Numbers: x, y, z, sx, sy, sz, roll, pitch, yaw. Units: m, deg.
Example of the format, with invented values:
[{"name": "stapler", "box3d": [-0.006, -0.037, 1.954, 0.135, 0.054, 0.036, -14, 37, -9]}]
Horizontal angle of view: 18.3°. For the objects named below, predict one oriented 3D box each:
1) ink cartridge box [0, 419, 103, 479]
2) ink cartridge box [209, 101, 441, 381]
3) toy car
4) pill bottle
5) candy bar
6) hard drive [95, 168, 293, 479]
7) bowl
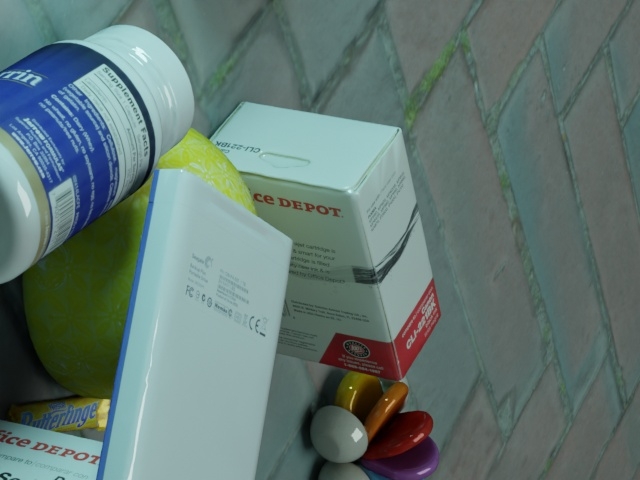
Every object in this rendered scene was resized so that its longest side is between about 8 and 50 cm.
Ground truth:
[{"name": "ink cartridge box", "box3d": [-0.296, 0.275, 1.677, 0.278, 0.201, 0.117, -42, 132, -47]}, {"name": "ink cartridge box", "box3d": [0.000, 0.000, 2.102, 0.114, 0.197, 0.272, -56, 145, -37]}, {"name": "toy car", "box3d": [0.078, 0.243, 2.398, 0.159, 0.136, 0.182, -45, 138, -45]}, {"name": "pill bottle", "box3d": [-0.231, -0.082, 1.706, 0.265, 0.153, 0.153, -40, 134, -48]}, {"name": "candy bar", "box3d": [-0.252, 0.170, 1.907, 0.161, 0.018, 0.040, -1, 101, -61]}, {"name": "hard drive", "box3d": [-0.108, 0.122, 1.737, 0.210, 0.040, 0.318, 35, 61, -58]}, {"name": "bowl", "box3d": [-0.135, 0.023, 1.903, 0.289, 0.156, 0.289, -23, 117, -56]}]
